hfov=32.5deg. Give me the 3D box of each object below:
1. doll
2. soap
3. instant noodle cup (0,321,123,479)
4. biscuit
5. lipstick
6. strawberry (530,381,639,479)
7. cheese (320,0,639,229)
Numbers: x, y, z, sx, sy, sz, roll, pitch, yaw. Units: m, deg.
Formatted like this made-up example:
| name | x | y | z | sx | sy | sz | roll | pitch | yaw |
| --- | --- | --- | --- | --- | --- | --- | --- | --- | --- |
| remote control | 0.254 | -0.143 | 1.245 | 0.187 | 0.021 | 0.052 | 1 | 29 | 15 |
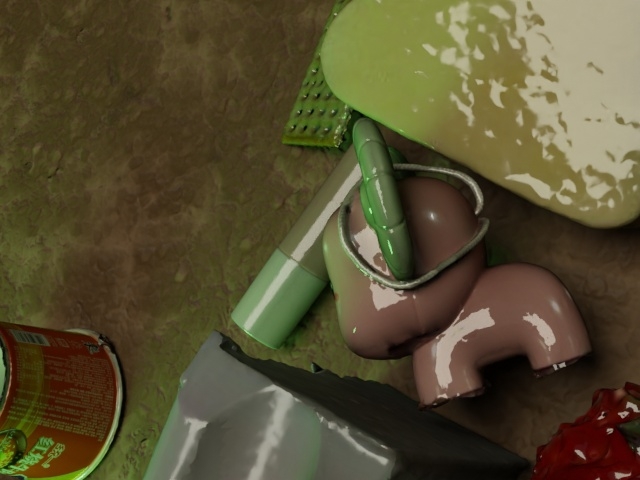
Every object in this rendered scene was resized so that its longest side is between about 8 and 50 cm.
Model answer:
| name | x | y | z | sx | sy | sz | roll | pitch | yaw |
| --- | --- | --- | --- | --- | --- | --- | --- | --- | --- |
| doll | 0.111 | 0.016 | 1.041 | 0.216 | 0.284 | 0.268 | -20 | 83 | 9 |
| soap | -0.031 | 0.336 | 0.966 | 0.213 | 0.350 | 0.435 | 23 | 88 | 29 |
| instant noodle cup | -0.373 | 0.189 | 1.330 | 0.213 | 0.174 | 0.213 | -12 | 66 | 30 |
| biscuit | 0.027 | -0.218 | 1.292 | 0.139 | 0.016 | 0.231 | 12 | 78 | 59 |
| lipstick | 0.000 | 0.000 | 1.222 | 0.070 | 0.070 | 0.254 | 39 | 95 | 37 |
| strawberry | 0.309 | 0.289 | 0.820 | 0.295 | 0.318 | 0.345 | -113 | 25 | -69 |
| cheese | 0.168 | -0.196 | 1.088 | 0.384 | 0.104 | 0.384 | 1 | 92 | 30 |
